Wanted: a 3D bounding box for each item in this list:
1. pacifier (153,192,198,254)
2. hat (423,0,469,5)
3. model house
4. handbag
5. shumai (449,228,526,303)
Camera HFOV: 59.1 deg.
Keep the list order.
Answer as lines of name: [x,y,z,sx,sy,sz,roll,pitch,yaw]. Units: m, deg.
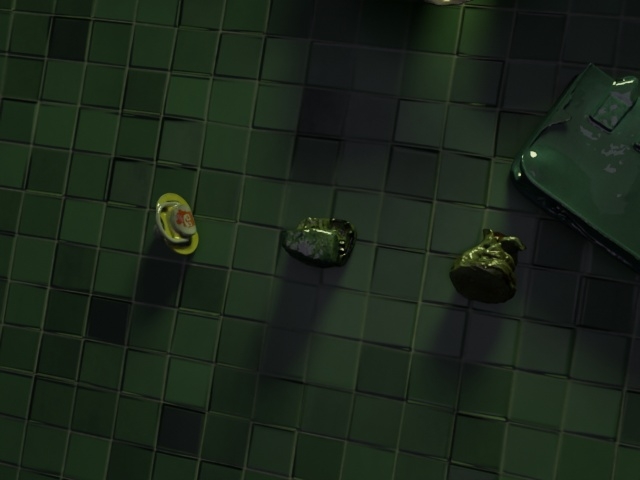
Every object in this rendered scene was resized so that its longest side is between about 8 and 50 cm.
pacifier: [-0.196,-0.017,0.729,0.064,0.068,0.083,-21,85,34]
hat: [0.129,-0.397,0.634,0.232,0.161,0.275,-38,73,30]
model house: [0.000,0.000,0.684,0.078,0.083,0.066,9,87,10]
handbag: [0.356,-0.080,0.648,0.229,0.062,0.179,36,90,9]
shumai: [0.198,0.024,0.673,0.083,0.082,0.081,20,53,-4]
